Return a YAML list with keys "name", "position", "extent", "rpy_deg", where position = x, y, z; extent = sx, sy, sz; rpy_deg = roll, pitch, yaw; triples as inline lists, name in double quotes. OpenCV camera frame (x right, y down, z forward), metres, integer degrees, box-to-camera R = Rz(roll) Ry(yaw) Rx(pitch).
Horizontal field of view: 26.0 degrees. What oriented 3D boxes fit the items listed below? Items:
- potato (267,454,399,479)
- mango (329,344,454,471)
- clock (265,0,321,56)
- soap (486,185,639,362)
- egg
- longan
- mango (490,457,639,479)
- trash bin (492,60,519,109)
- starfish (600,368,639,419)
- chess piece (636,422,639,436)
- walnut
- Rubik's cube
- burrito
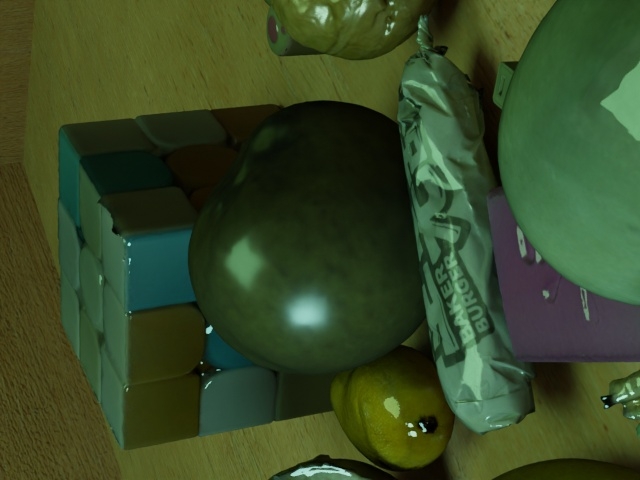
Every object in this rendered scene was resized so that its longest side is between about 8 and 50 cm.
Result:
- name: "potato"
  position: [0.028, 0.388, 1.753]
  extent: [0.237, 0.301, 0.288]
  rpy_deg: [-95, 16, -80]
- name: "mango"
  position: [0.090, 0.203, 1.699]
  extent: [0.262, 0.109, 0.157]
  rpy_deg: [177, 75, -74]
- name: "clock"
  position: [-0.018, -0.417, 1.727]
  extent: [0.309, 0.114, 0.284]
  rpy_deg: [112, 144, -49]
- name: "soap"
  position: [0.253, 0.020, 1.270]
  extent: [0.259, 0.081, 0.181]
  rpy_deg: [170, 91, -68]
- name: "egg"
  position: [0.266, -0.091, 0.977]
  extent: [0.352, 0.258, 0.258]
  rpy_deg: [-41, 60, 57]
- name: "longan"
  position: [0.000, 0.000, 1.597]
  extent: [0.319, 0.319, 0.319]
  rpy_deg: [172, 90, -68]
- name: "mango"
  position: [0.210, 0.346, 1.358]
  extent: [0.384, 0.199, 0.221]
  rpy_deg: [-53, 42, 44]
- name: "trash bin"
  position: [0.216, -0.141, 1.286]
  extent: [0.061, 0.092, 0.043]
  rpy_deg: [-128, 36, -50]
- name: "starfish"
  position: [0.351, 0.068, 0.840]
  extent: [0.432, 0.082, 0.324]
  rpy_deg: [34, 141, 5]
- name: "chess piece"
  position: [0.306, 0.149, 1.248]
  extent: [0.093, 0.042, 0.042]
  rpy_deg: [96, 154, -43]
- name: "walnut"
  position: [0.041, -0.307, 1.519]
  extent: [0.195, 0.195, 0.221]
  rpy_deg: [64, 146, 37]
- name: "Rubik's cube"
  position: [-0.164, 0.039, 1.939]
  extent: [0.347, 0.344, 0.346]
  rpy_deg: [-127, 36, -51]
- name: "burrito"
  position: [0.147, -0.019, 1.456]
  extent: [0.139, 0.101, 0.445]
  rpy_deg: [90, 172, -80]
